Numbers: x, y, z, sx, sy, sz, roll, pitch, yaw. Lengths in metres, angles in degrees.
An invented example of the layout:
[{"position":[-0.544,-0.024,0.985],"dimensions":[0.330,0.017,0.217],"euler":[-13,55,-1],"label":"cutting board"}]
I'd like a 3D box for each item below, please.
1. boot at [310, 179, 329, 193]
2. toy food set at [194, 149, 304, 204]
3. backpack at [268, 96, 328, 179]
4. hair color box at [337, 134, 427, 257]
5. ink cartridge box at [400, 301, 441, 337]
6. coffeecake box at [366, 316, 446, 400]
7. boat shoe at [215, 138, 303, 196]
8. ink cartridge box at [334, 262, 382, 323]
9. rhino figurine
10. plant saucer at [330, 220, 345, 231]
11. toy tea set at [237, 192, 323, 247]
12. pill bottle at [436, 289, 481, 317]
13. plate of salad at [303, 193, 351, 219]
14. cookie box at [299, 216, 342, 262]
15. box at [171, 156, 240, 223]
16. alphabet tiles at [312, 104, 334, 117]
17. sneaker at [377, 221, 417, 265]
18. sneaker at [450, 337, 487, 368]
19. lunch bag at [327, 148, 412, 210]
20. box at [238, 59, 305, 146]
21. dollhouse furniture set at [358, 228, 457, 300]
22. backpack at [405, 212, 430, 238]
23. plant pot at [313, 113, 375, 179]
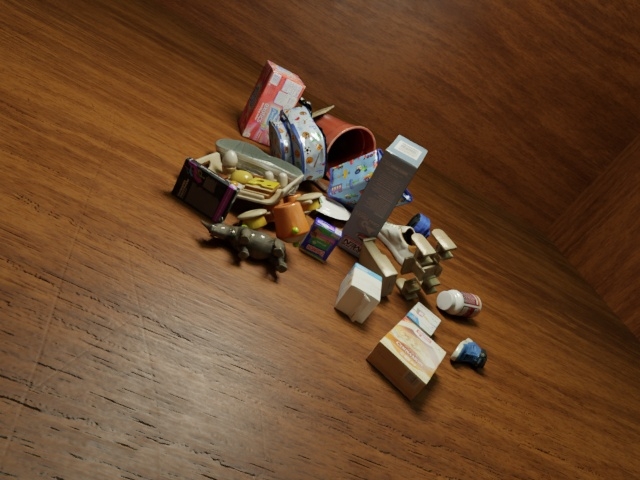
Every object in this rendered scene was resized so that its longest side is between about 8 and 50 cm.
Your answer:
[{"position":[-0.017,-0.234,1.746],"dimensions":[0.114,0.037,0.106],"euler":[45,30,12],"label":"boot"},{"position":[-0.223,-0.204,1.311],"dimensions":[0.306,0.092,0.219],"euler":[14,23,7],"label":"toy food set"},{"position":[-0.079,-0.353,1.626],"dimensions":[0.213,0.276,0.263],"euler":[-23,47,-16],"label":"backpack"},{"position":[0.196,-0.137,1.400],"dimensions":[0.114,0.374,0.185],"euler":[31,34,7],"label":"hair color box"},{"position":[0.293,0.243,1.259],"dimensions":[0.088,0.052,0.122],"euler":[41,26,15],"label":"ink cartridge box"},{"position":[0.221,0.290,1.080],"dimensions":[0.142,0.068,0.185],"euler":[41,27,17],"label":"coffeecake box"},{"position":[-0.220,-0.255,1.494],"dimensions":[0.320,0.103,0.118],"euler":[21,29,-16],"label":"boat shoe"},{"position":[0.104,0.146,1.167],"dimensions":[0.090,0.092,0.143],"euler":[31,26,-4],"label":"ink cartridge box"},{"position":[-0.193,0.002,1.101],"dimensions":[0.243,0.073,0.106],"euler":[23,14,-16],"label":"rhino figurine"},{"position":[0.075,-0.043,1.544],"dimensions":[0.083,0.013,0.083],"euler":[26,26,-14],"label":"plant saucer"},{"position":[-0.088,-0.060,1.283],"dimensions":[0.336,0.200,0.124],"euler":[-34,114,-61],"label":"toy tea set"},{"position":[0.474,0.216,1.469],"dimensions":[0.152,0.086,0.086],"euler":[15,32,-33],"label":"pill bottle"},{"position":[0.022,-0.116,1.573],"dimensions":[0.200,0.048,0.200],"euler":[21,20,-8],"label":"plate of salad"},{"position":[0.000,0.000,1.282],"dimensions":[0.092,0.107,0.040],"euler":[29,28,-8],"label":"cookie box"},{"position":[-0.310,-0.133,1.152],"dimensions":[0.162,0.116,0.029],"euler":[33,24,-2],"label":"box"},{"position":[-0.086,-0.574,2.021],"dimensions":[0.342,0.285,0.011],"euler":[-63,134,-63],"label":"alphabet tiles"},{"position":[0.296,-0.030,1.650],"dimensions":[0.106,0.123,0.290],"euler":[5,37,-41],"label":"sneaker"},{"position":[0.442,0.340,1.254],"dimensions":[0.085,0.058,0.152],"euler":[38,19,28],"label":"sneaker"},{"position":[0.203,-0.184,1.652],"dimensions":[0.293,0.221,0.138],"euler":[38,47,-42],"label":"lunch bag"},{"position":[-0.209,-0.565,1.788],"dimensions":[0.154,0.300,0.142],"euler":[16,31,-30],"label":"box"},{"position":[0.268,0.064,1.365],"dimensions":[0.242,0.212,0.161],"euler":[-11,46,-19],"label":"dollhouse furniture set"},{"position":[0.416,-0.050,1.816],"dimensions":[0.101,0.120,0.098],"euler":[27,26,-12],"label":"backpack"},{"position":[0.064,-0.438,1.955],"dimensions":[0.272,0.272,0.265],"euler":[8,27,-41],"label":"plant pot"}]
